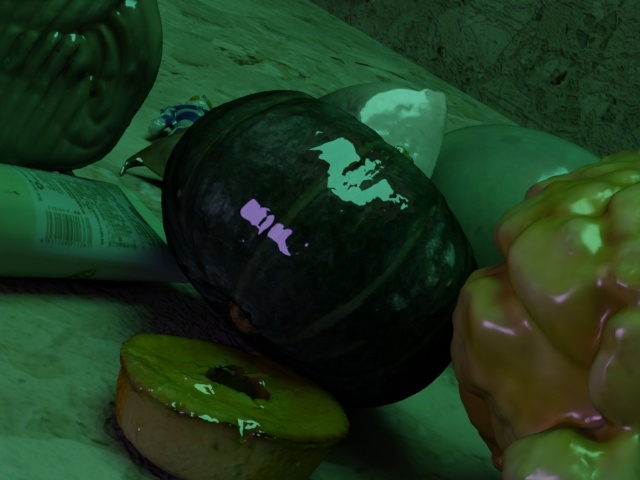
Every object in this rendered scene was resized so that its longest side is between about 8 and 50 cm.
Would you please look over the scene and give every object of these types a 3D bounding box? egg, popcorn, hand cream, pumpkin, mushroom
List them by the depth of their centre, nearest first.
[{"bbox_3d":[0.282,0.102,0.898,0.390,0.344,0.354,18,56,-66],"label":"popcorn"},{"bbox_3d":[0.000,0.000,1.012,0.300,0.207,0.300,40,-9,7],"label":"pumpkin"},{"bbox_3d":[-0.231,-0.017,1.017,0.147,0.093,0.306,45,22,28],"label":"hand cream"},{"bbox_3d":[0.231,0.007,1.339,0.352,0.258,0.258,35,19,36],"label":"egg"},{"bbox_3d":[0.026,-0.108,1.379,0.137,0.154,0.407,12,2,-21],"label":"mushroom"}]

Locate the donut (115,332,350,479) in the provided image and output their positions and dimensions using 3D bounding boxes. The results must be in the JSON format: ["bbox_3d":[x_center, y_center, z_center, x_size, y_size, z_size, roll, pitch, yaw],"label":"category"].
[{"bbox_3d":[-0.072,0.128,0.872,0.178,0.065,0.162,14,16,-32],"label":"donut"}]

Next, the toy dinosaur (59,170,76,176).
[{"bbox_3d":[-0.375,-0.157,1.252,0.147,0.076,0.363,14,18,-45],"label":"toy dinosaur"}]

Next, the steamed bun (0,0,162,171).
[{"bbox_3d":[-0.308,-0.227,1.080,0.324,0.310,0.219,2,17,-16],"label":"steamed bun"}]

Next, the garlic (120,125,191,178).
[{"bbox_3d":[-0.103,-0.068,1.357,0.206,0.128,0.115,28,-8,30],"label":"garlic"}]

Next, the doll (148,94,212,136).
[{"bbox_3d":[-0.168,-0.145,1.557,0.114,0.057,0.227,17,20,-15],"label":"doll"}]
